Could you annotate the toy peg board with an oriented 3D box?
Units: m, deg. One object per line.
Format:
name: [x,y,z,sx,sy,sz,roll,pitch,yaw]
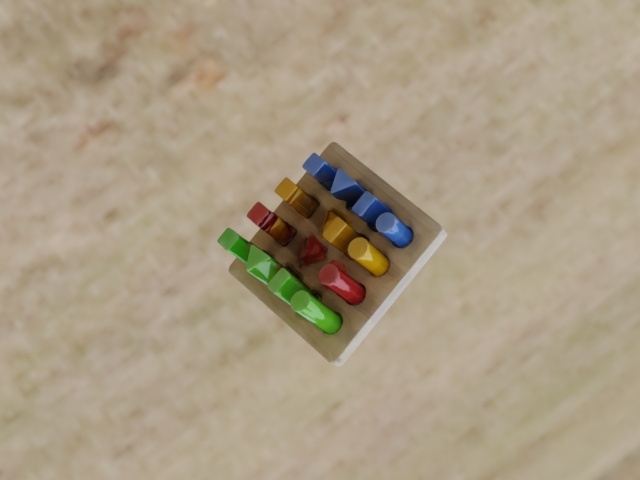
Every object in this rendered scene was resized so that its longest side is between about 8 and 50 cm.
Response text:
toy peg board: [0.000,0.000,1.788,0.160,0.161,0.079,-51,145,1]
